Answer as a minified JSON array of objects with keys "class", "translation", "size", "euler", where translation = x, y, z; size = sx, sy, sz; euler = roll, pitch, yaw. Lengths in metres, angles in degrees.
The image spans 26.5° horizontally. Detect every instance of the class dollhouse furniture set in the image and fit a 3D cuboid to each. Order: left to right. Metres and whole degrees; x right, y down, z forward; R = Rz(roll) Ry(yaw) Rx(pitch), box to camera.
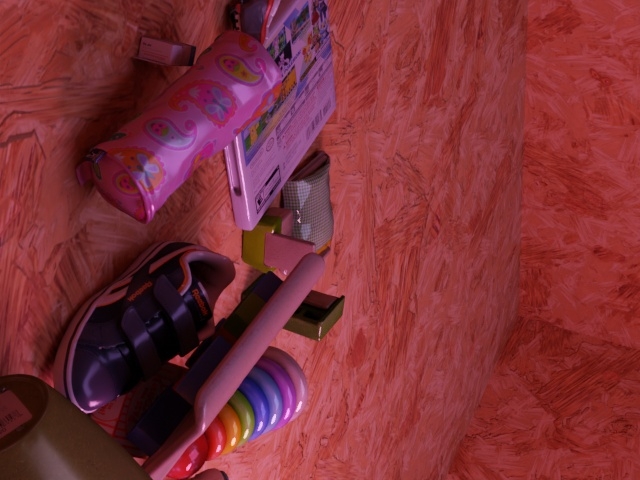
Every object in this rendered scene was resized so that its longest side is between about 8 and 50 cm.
[{"class":"dollhouse furniture set","translation":[0.000,0.000,2.318],"size":[0.301,0.151,0.197],"euler":[-46,146,-53]}]

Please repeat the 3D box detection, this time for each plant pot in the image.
[{"class":"plant pot","translation":[-0.320,0.306,1.582],"size":[0.275,0.275,0.293],"euler":[-56,138,-42]}]

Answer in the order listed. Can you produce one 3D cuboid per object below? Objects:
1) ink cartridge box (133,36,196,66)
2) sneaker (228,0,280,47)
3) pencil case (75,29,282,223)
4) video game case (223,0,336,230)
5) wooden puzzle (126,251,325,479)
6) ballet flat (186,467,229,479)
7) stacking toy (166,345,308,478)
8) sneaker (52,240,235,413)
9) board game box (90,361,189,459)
[{"class":"ink cartridge box","translation":[-0.201,-0.243,1.748],"size":[0.083,0.048,0.028],"euler":[-17,121,-68]},{"class":"sneaker","translation":[-0.110,-0.305,1.946],"size":[0.061,0.065,0.158],"euler":[-28,-139,56]},{"class":"pencil case","translation":[-0.174,-0.146,1.716],"size":[0.284,0.124,0.124],"euler":[-45,148,-28]},{"class":"video game case","translation":[-0.065,-0.229,2.146],"size":[0.300,0.036,0.329],"euler":[84,30,-45]},{"class":"wooden puzzle","translation":[-0.153,0.185,1.892],"size":[0.322,0.080,0.348],"euler":[-53,180,-38]},{"class":"ballet flat","translation":[-0.188,0.403,2.131],"size":[0.248,0.086,0.086],"euler":[127,-16,-76]},{"class":"stacking toy","translation":[-0.153,0.285,2.168],"size":[0.330,0.141,0.141],"euler":[-31,133,-57]},{"class":"sneaker","translation":[-0.227,0.106,1.804],"size":[0.321,0.127,0.126],"euler":[-56,138,-44]},{"class":"board game box","translation":[-0.262,0.236,1.950],"size":[0.193,0.045,0.146],"euler":[36,70,-69]}]
